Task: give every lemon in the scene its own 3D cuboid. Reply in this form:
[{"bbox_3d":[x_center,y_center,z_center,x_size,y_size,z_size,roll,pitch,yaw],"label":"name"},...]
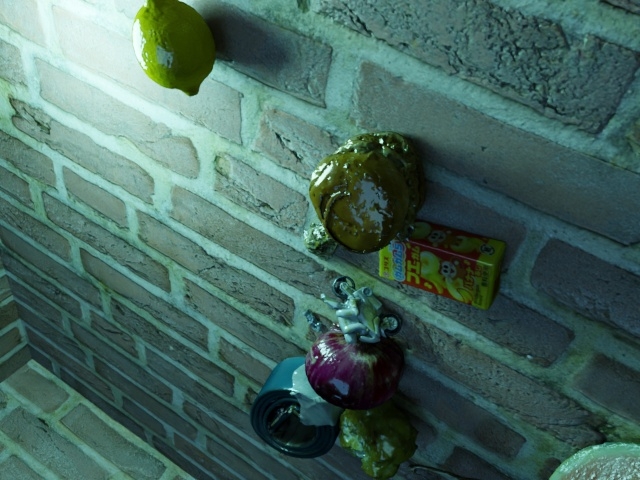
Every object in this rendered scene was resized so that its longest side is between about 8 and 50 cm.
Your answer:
[{"bbox_3d":[-0.342,-0.457,1.348,0.187,0.187,0.244,-7,115,40],"label":"lemon"}]

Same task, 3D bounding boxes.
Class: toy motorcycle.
[{"bbox_3d":[0.102,0.203,1.555,0.229,0.151,0.074,38,170,-1],"label":"toy motorcycle"}]

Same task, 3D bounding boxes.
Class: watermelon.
[{"bbox_3d":[0.699,0.601,1.360,0.310,0.231,0.193,-26,139,29],"label":"watermelon"}]

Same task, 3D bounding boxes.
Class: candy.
[{"bbox_3d":[0.276,0.047,1.337,0.276,0.088,0.146,19,133,27],"label":"candy"}]

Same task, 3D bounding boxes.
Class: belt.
[{"bbox_3d":[-0.066,0.569,1.940,0.300,0.173,0.436,31,140,2],"label":"belt"}]

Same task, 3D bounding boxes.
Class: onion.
[{"bbox_3d":[0.092,0.368,1.626,0.256,0.230,0.272,5,118,34],"label":"onion"}]

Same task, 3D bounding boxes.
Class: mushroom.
[{"bbox_3d":[0.402,0.746,1.830,0.286,0.026,0.028,-7,133,39],"label":"mushroom"}]

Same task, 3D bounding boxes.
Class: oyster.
[{"bbox_3d":[-0.001,-0.003,1.537,0.108,0.053,0.165,50,145,9],"label":"oyster"}]

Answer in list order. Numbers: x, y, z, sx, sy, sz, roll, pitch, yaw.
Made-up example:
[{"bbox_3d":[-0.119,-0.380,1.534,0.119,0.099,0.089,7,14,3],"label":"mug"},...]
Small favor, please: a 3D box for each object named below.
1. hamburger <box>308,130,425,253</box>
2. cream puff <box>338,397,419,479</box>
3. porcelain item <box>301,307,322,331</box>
[{"bbox_3d":[0.117,-0.107,1.259,0.260,0.211,0.245,47,132,4],"label":"hamburger"},{"bbox_3d":[0.184,0.581,1.747,0.282,0.185,0.281,17,111,54],"label":"cream puff"},{"bbox_3d":[-0.025,0.245,1.761,0.036,0.028,0.083,-27,104,43],"label":"porcelain item"}]
